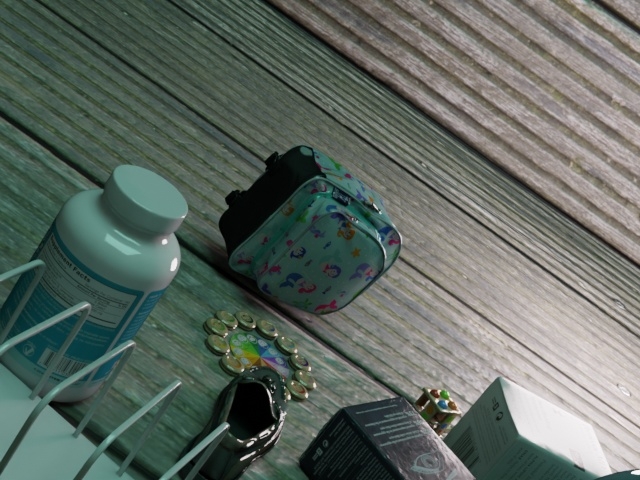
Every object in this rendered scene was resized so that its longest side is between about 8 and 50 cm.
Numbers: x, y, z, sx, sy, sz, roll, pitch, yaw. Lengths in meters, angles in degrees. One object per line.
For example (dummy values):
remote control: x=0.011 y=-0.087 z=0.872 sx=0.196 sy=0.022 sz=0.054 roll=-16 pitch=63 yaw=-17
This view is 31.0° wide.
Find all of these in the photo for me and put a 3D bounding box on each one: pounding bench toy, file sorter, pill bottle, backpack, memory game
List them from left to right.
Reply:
file sorter: x=-0.257 y=0.181 z=1.140 sx=0.278 sy=0.173 sz=0.193 roll=40 pitch=23 yaw=7
pill bottle: x=-0.253 y=0.044 z=1.292 sx=0.146 sy=0.264 sz=0.146 roll=31 pitch=23 yaw=-14
memory game: x=-0.085 y=0.161 z=1.635 sx=0.186 sy=0.012 sz=0.186 roll=30 pitch=23 yaw=-14
backpack: x=0.000 y=0.000 z=1.804 sx=0.253 sy=0.225 sz=0.191 roll=29 pitch=24 yaw=-43
pounding bench toy: x=0.181 y=0.261 z=1.750 sx=0.083 sy=0.065 sz=0.052 roll=14 pitch=31 yaw=-44

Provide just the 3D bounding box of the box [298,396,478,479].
box: x=0.102 y=0.313 z=1.476 sx=0.207 sy=0.108 sz=0.153 roll=49 pitch=25 yaw=27

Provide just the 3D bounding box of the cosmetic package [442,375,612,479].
cosmetic package: x=0.299 y=0.326 z=1.674 sx=0.184 sy=0.151 sz=0.151 roll=28 pitch=23 yaw=-18

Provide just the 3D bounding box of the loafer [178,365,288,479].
loafer: x=-0.086 y=0.217 z=1.423 sx=0.096 sy=0.084 sz=0.267 roll=37 pitch=24 yaw=1

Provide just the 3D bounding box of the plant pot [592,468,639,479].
plant pot: x=0.399 y=0.428 z=1.518 sx=0.290 sy=0.290 sz=0.195 roll=28 pitch=-7 yaw=-18
